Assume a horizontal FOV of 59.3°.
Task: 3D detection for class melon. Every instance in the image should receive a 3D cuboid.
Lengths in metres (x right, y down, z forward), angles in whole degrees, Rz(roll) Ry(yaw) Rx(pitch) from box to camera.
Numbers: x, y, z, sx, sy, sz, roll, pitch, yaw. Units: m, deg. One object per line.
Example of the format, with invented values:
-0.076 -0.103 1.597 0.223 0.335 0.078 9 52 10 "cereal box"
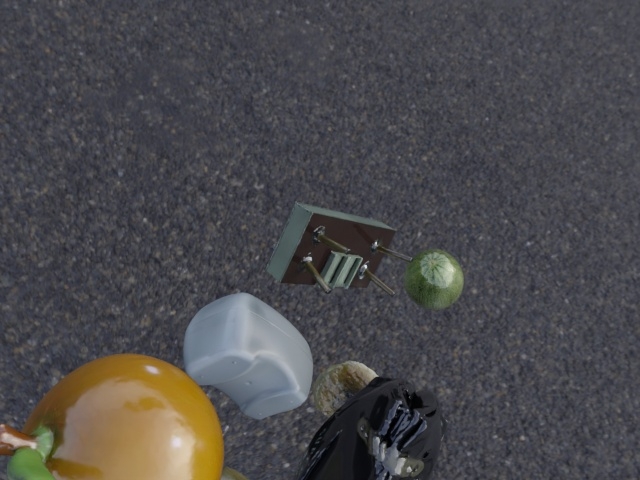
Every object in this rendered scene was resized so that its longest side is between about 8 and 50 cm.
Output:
0.264 0.093 1.315 0.139 0.192 0.139 -6 62 11 "melon"

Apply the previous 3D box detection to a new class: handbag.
0.030 0.298 0.626 0.152 0.288 0.342 28 75 12 "handbag"

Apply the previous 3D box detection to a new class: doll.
-0.213 0.203 0.541 0.236 0.214 0.213 42 46 -49 "doll"

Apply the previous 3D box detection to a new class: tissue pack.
-0.178 0.284 1.449 0.333 0.230 0.235 46 29 -36 "tissue pack"

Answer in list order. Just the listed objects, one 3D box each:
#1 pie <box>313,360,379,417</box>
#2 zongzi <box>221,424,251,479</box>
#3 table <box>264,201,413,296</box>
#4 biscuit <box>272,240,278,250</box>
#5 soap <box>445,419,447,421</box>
0.090 0.433 1.599 0.218 0.052 0.184 14 94 13 "pie"
-0.146 0.743 1.298 0.218 0.466 0.500 -34 54 -31 "zongzi"
0.047 0.030 0.914 0.111 0.121 0.240 35 16 35 "table"
0.000 0.002 1.521 0.141 0.290 0.038 19 62 -33 "biscuit"
0.220 0.500 1.457 0.098 0.273 0.217 24 69 38 "soap"
